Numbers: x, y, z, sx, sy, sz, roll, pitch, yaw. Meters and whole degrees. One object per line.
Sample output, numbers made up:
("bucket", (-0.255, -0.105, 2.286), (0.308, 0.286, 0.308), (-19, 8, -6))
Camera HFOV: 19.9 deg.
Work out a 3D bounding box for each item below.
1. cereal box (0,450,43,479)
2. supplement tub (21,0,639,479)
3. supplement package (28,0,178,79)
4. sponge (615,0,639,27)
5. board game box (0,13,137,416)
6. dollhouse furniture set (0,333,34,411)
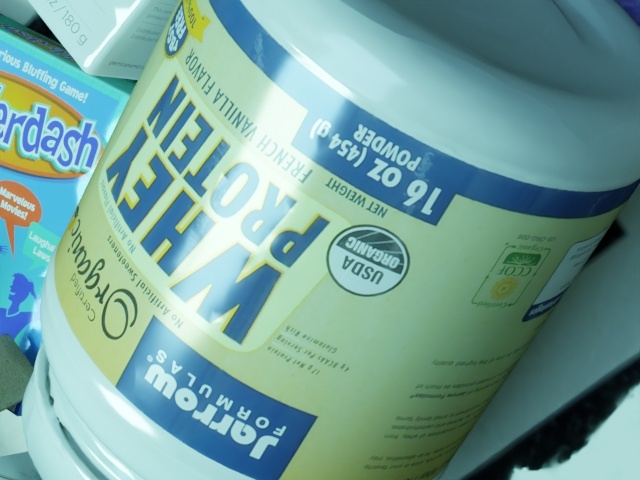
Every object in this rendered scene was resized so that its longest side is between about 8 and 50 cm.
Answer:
("cereal box", (-0.085, 0.171, 0.950), (0.173, 0.240, 0.047), (36, 108, 23))
("supplement tub", (0.000, 0.000, 0.892), (0.228, 0.228, 0.316), (43, 121, 22))
("supplement package", (-0.034, -0.243, 0.949), (0.293, 0.175, 0.177), (-48, 69, 21))
("sponge", (0.178, -0.187, 0.898), (0.117, 0.031, 0.210), (39, 114, 33))
("board game box", (-0.197, -0.022, 1.119), (0.160, 0.047, 0.210), (27, 104, 26))
("dollhouse furniture set", (-0.276, 0.172, 1.089), (0.259, 0.135, 0.262), (53, 126, 10))
